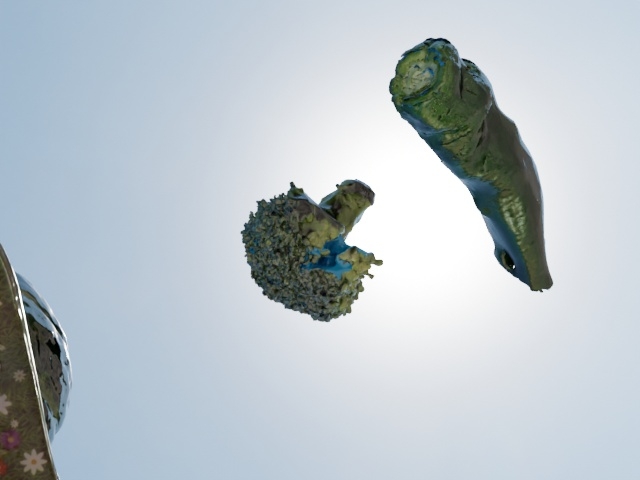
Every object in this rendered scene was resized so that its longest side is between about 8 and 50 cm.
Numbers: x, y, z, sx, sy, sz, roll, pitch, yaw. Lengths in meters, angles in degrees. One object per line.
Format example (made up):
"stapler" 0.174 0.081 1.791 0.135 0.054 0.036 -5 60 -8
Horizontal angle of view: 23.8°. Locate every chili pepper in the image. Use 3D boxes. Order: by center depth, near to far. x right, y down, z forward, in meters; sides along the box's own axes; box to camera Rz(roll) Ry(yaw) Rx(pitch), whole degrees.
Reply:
"chili pepper" 0.117 -0.052 1.048 0.224 0.061 0.098 50 -157 -40

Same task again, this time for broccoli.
"broccoli" 0.000 0.000 1.535 0.167 0.154 0.160 43 -101 -18

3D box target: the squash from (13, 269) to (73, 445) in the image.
"squash" -0.333 0.123 1.273 0.252 0.252 0.165 -52 -42 -31

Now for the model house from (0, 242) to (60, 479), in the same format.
"model house" -0.281 0.102 0.734 0.294 0.154 0.207 -12 -80 -12
